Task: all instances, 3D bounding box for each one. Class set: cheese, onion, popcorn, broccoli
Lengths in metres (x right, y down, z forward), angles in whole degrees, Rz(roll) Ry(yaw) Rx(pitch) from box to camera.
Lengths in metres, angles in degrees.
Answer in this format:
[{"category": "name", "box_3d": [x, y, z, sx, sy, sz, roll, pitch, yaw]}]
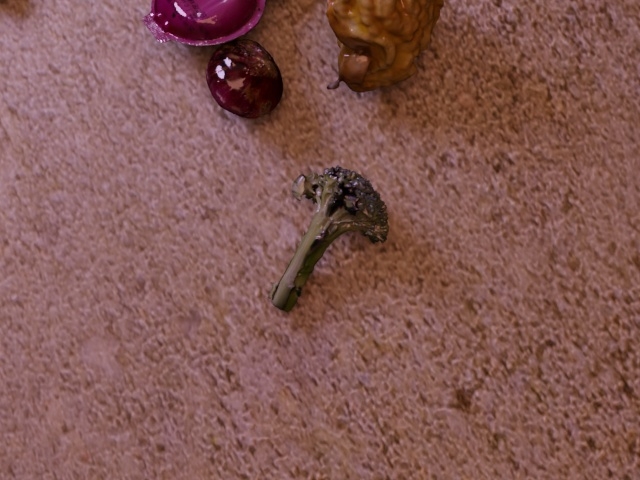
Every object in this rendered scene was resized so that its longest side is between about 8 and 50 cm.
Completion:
[{"category": "cheese", "box_3d": [-0.120, -0.329, 1.424, 0.244, 0.062, 0.155, -32, 63, -16]}, {"category": "onion", "box_3d": [-0.101, -0.208, 1.404, 0.107, 0.097, 0.107, 14, 59, -25]}, {"category": "popcorn", "box_3d": [0.084, -0.287, 1.371, 0.140, 0.194, 0.163, 14, 48, 20]}, {"category": "broccoli", "box_3d": [0.001, 0.001, 1.384, 0.122, 0.118, 0.204, 32, 101, -26]}]
